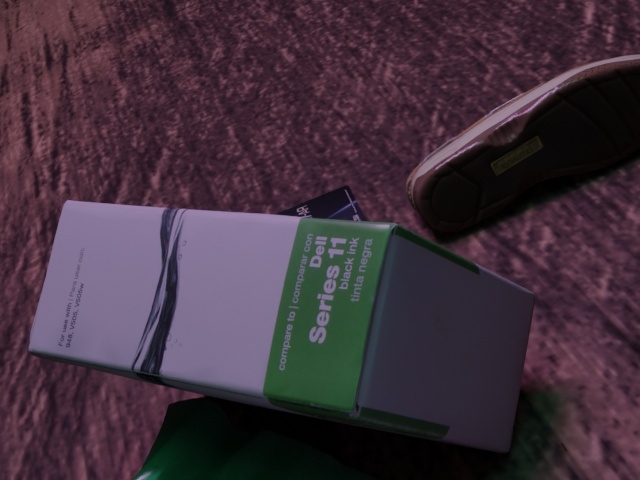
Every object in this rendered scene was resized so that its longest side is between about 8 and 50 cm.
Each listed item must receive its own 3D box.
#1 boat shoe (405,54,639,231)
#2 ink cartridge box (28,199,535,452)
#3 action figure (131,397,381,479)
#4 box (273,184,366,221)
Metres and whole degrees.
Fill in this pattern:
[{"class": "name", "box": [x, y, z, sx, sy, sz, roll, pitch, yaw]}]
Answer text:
[{"class": "boat shoe", "box": [0.141, -0.074, 0.741, 0.190, 0.068, 0.072, -23, 21, -2]}, {"class": "ink cartridge box", "box": [-0.020, 0.042, 0.568, 0.208, 0.153, 0.086, 5, 79, 36]}, {"class": "action figure", "box": [-0.088, 0.177, 0.505, 0.137, 0.063, 0.232, 9, 40, 37]}, {"class": "box", "box": [0.000, 0.000, 0.754, 0.067, 0.018, 0.083, -21, 32, 0]}]
